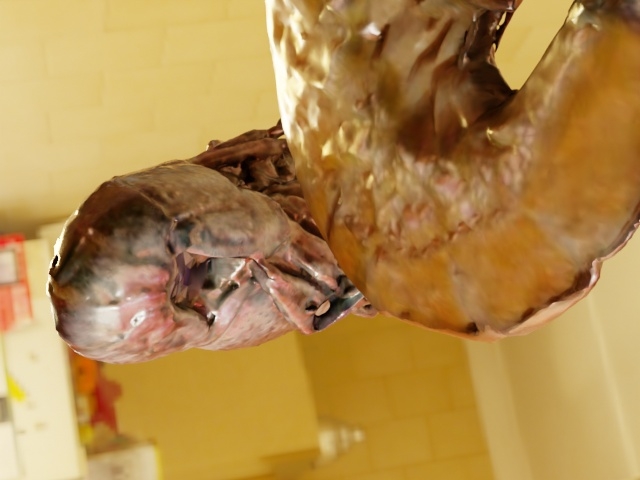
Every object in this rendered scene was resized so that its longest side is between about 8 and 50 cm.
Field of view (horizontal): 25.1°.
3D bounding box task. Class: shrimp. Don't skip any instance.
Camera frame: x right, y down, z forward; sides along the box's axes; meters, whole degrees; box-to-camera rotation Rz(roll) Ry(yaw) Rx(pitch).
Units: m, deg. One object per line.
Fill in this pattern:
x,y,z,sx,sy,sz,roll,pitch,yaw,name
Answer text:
0.055,-0.172,0.610,0.272,0.085,0.445,10,-74,57,shrimp
-0.001,0.001,0.871,0.172,0.372,0.137,29,-56,34,shrimp
